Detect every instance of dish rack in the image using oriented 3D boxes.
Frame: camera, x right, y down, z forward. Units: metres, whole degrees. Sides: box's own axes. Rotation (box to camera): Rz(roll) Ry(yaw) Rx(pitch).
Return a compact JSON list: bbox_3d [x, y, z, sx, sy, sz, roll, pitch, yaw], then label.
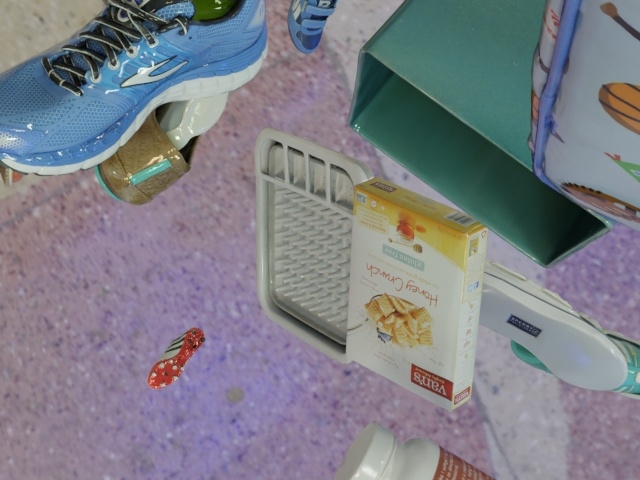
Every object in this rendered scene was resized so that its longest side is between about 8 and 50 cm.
[{"bbox_3d":[0.000,0.000,1.812,0.072,0.285,0.333,-13,115,-35],"label":"dish rack"}]

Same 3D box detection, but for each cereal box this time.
[{"bbox_3d":[0.109,0.063,1.364,0.047,0.173,0.240,-24,126,-41],"label":"cereal box"}]

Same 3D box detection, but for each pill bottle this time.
[{"bbox_3d":[0.125,0.287,1.231,0.216,0.121,0.121,32,97,-5],"label":"pill bottle"}]

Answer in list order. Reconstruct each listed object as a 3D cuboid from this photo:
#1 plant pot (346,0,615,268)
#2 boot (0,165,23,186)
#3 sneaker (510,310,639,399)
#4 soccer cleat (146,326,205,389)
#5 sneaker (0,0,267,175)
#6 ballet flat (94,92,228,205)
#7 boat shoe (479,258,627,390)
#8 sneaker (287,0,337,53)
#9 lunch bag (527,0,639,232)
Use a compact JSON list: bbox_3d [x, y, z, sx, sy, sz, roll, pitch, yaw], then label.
[{"bbox_3d":[0.155,-0.132,0.705,0.165,0.165,0.234,37,82,4],"label":"plant pot"},{"bbox_3d":[-0.361,-0.119,1.440,0.084,0.059,0.158,-15,161,-29],"label":"boot"},{"bbox_3d":[0.377,0.164,1.713,0.110,0.275,0.107,4,94,-34],"label":"sneaker"},{"bbox_3d":[-0.156,0.125,1.227,0.029,0.035,0.083,47,67,-18],"label":"soccer cleat"},{"bbox_3d":[-0.183,-0.179,1.047,0.330,0.130,0.147,-35,155,-30],"label":"sneaker"},{"bbox_3d":[-0.148,-0.176,1.309,0.124,0.342,0.116,-18,123,28],"label":"ballet flat"},{"bbox_3d":[0.303,0.104,1.547,0.258,0.084,0.095,35,129,-6],"label":"boat shoe"},{"bbox_3d":[-0.009,-0.329,1.629,0.053,0.059,0.144,-10,122,-29],"label":"sneaker"},{"bbox_3d":[0.194,-0.042,0.365,0.243,0.303,0.115,27,85,10],"label":"lunch bag"}]
